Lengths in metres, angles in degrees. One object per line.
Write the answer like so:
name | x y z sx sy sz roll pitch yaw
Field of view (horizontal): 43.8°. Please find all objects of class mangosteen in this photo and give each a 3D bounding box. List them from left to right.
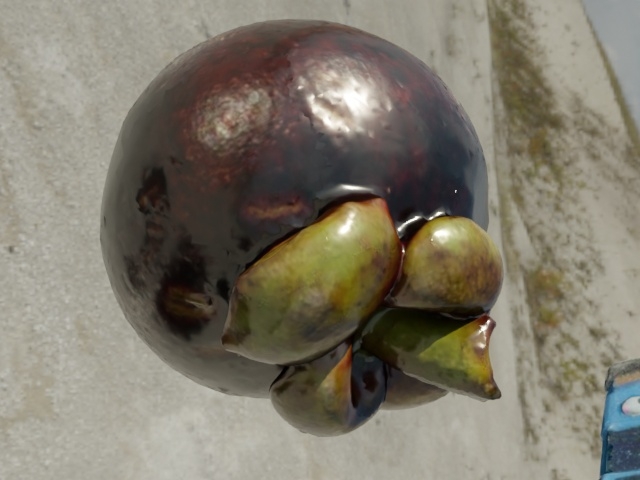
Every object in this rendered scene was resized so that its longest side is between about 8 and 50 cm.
mangosteen | 0.000 0.000 0.597 0.347 0.307 0.307 54 -11 41

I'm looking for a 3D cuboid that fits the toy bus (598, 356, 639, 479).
toy bus | 0.214 0.180 0.388 0.133 0.116 0.234 -46 120 -55
